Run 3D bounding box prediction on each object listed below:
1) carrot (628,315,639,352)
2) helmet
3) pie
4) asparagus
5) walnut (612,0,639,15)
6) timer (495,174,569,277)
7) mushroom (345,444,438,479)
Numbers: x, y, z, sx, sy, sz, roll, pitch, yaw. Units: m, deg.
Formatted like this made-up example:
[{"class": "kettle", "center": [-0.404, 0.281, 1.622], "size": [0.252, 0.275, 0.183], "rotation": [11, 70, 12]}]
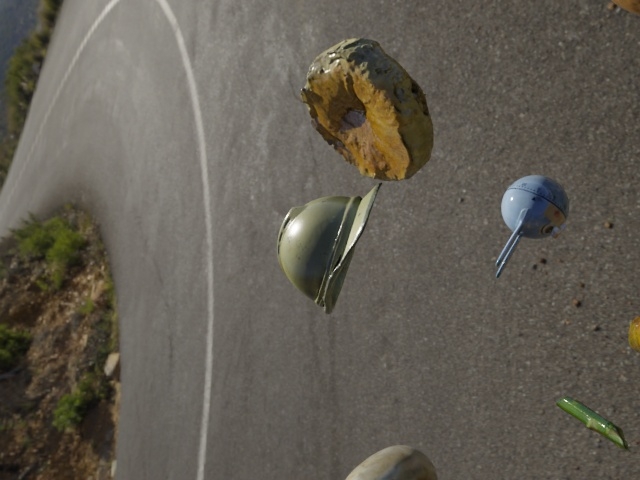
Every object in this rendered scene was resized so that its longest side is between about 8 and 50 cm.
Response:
[{"class": "carrot", "center": [0.686, 0.197, 1.026], "size": [0.302, 0.114, 0.114], "rotation": [-78, 2, -87]}, {"class": "helmet", "center": [-0.002, -0.004, 0.972], "size": [0.204, 0.137, 0.258], "rotation": [-64, -6, -54]}, {"class": "pie", "center": [0.094, -0.257, 1.166], "size": [0.083, 0.339, 0.339], "rotation": [-47, 25, -24]}, {"class": "asparagus", "center": [0.323, 0.213, 0.658], "size": [0.021, 0.025, 0.108], "rotation": [-64, 23, 3]}, {"class": "walnut", "center": [0.483, -0.363, 0.689], "size": [0.203, 0.297, 0.203], "rotation": [-167, 90, -89]}, {"class": "timer", "center": [0.519, -0.036, 1.368], "size": [0.175, 0.175, 0.256], "rotation": [-13, 61, 54]}, {"class": "mushroom", "center": [0.149, 0.523, 1.050], "size": [0.243, 0.243, 0.244], "rotation": [-22, 63, 51]}]
